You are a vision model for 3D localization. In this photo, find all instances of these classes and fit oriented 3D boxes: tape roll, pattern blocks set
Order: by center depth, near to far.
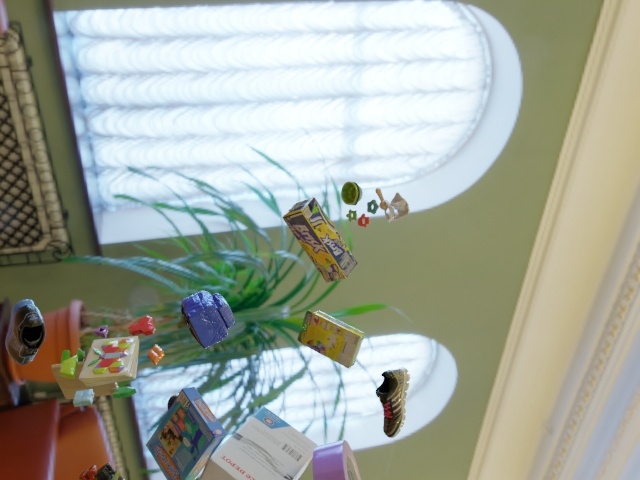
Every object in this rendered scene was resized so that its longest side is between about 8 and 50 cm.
[{"bbox_3d":[0.058,0.706,1.811,0.275,0.090,0.275,-16,90,-83],"label":"tape roll"},{"bbox_3d":[-0.594,0.338,1.848,0.325,0.285,0.026,-122,-157,-55],"label":"pattern blocks set"}]

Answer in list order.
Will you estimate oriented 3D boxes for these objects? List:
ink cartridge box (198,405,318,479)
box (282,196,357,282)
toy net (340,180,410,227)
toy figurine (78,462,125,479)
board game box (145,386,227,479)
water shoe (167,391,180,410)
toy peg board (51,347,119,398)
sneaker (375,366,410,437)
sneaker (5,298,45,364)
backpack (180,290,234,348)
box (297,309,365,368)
[{"bbox_3d":[-0.182,0.671,1.937,0.307,0.223,0.129,-32,151,-60],"label":"ink cartridge box"},{"bbox_3d":[0.000,0.000,1.278,0.059,0.054,0.169,-15,-64,42],"label":"box"},{"bbox_3d":[0.144,-0.088,1.779,0.232,0.045,0.122,19,-76,47],"label":"toy net"},{"bbox_3d":[-0.572,0.669,1.595,0.209,0.213,0.148,-30,-85,47],"label":"toy figurine"},{"bbox_3d":[-0.341,0.501,1.629,0.160,0.047,0.210,46,-68,30],"label":"board game box"},{"bbox_3d":[-0.346,0.506,1.748,0.080,0.073,0.203,-6,79,-64],"label":"water shoe"},{"bbox_3d":[-0.702,0.394,1.957,0.079,0.161,0.160,-98,-175,-46],"label":"toy peg board"},{"bbox_3d":[0.165,0.389,1.565,0.063,0.075,0.170,0,-101,62],"label":"sneaker"},{"bbox_3d":[-0.772,0.264,1.702,0.090,0.081,0.232,47,-45,31],"label":"sneaker"},{"bbox_3d":[-0.249,0.167,1.426,0.120,0.101,0.098,30,-39,62],"label":"backpack"},{"bbox_3d":[0.026,0.272,1.813,0.043,0.179,0.105,-13,124,-65],"label":"box"}]
